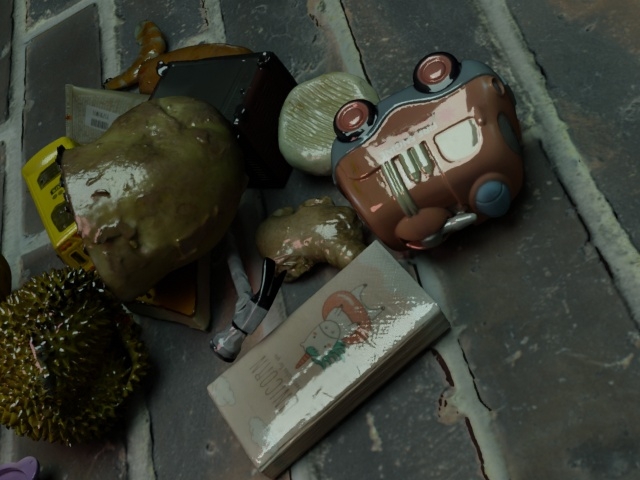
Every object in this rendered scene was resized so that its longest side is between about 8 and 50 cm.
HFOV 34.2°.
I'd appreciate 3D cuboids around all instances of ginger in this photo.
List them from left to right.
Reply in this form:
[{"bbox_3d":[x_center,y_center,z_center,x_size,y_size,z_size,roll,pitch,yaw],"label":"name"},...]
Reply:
[{"bbox_3d":[0.000,-0.005,1.580,0.213,0.074,0.138,-1,72,36],"label":"ginger"}]

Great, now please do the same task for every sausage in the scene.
[{"bbox_3d":[-0.222,-0.315,1.961,0.270,0.109,0.109,0,56,33],"label":"sausage"}]

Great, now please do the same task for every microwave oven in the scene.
[{"bbox_3d":[-0.163,-0.211,1.781,0.247,0.178,0.188,3,59,34],"label":"microwave oven"}]

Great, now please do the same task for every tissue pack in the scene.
[{"bbox_3d":[0.006,0.161,1.436,0.325,0.071,0.170,-41,50,0],"label":"tissue pack"}]

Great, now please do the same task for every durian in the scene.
[{"bbox_3d":[-0.394,0.167,1.582,0.258,0.258,0.293,-4,48,30],"label":"durian"}]

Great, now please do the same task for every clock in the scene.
[{"bbox_3d":[-0.452,0.404,1.556,0.110,0.050,0.153,-28,45,11],"label":"clock"}]

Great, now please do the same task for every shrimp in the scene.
[{"bbox_3d":[-0.392,-0.377,2.164,0.166,0.049,0.161,-36,45,13],"label":"shrimp"}]

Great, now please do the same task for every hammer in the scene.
[{"bbox_3d":[-0.146,0.020,1.617,0.152,0.044,0.427,-54,28,13],"label":"hammer"}]

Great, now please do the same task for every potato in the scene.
[{"bbox_3d":[-0.225,-0.079,1.574,0.237,0.301,0.289,-22,84,9],"label":"potato"}]

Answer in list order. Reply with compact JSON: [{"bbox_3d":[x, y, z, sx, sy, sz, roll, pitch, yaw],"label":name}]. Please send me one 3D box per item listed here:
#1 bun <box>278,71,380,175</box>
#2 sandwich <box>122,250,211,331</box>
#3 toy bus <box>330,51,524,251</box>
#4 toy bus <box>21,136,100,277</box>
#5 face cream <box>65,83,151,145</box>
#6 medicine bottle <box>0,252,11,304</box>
[{"bbox_3d":[0.022,-0.183,1.691,0.183,0.102,0.184,-7,68,19],"label":"bun"},{"bbox_3d":[-0.224,0.054,1.688,0.193,0.058,0.162,11,61,40],"label":"sandwich"},{"bbox_3d":[0.162,-0.109,1.484,0.287,0.194,0.232,-27,53,11],"label":"toy bus"},{"bbox_3d":[-0.437,-0.072,1.862,0.144,0.152,0.330,-39,44,1],"label":"toy bus"},{"bbox_3d":[-0.376,-0.233,1.997,0.341,0.084,0.137,5,99,35],"label":"face cream"},{"bbox_3d":[-0.659,0.186,1.742,0.224,0.224,0.385,-18,46,20],"label":"medicine bottle"}]
